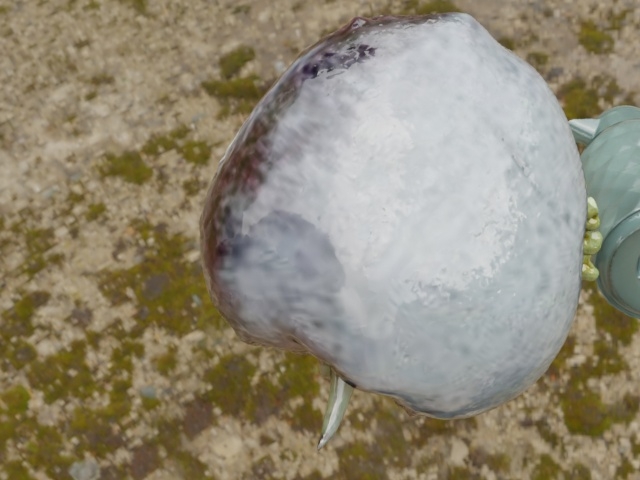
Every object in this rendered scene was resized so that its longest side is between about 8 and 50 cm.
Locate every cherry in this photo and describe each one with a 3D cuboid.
[{"bbox_3d":[0.050,-0.004,0.691,0.255,0.218,0.296,21,95,17],"label":"cherry"}]

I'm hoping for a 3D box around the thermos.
[{"bbox_3d":[0.357,-0.048,1.093,0.182,0.145,0.286,13,33,-2],"label":"thermos"}]

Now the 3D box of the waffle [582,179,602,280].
[{"bbox_3d":[0.170,-0.008,0.945,0.169,0.183,0.036,-11,44,22],"label":"waffle"}]
